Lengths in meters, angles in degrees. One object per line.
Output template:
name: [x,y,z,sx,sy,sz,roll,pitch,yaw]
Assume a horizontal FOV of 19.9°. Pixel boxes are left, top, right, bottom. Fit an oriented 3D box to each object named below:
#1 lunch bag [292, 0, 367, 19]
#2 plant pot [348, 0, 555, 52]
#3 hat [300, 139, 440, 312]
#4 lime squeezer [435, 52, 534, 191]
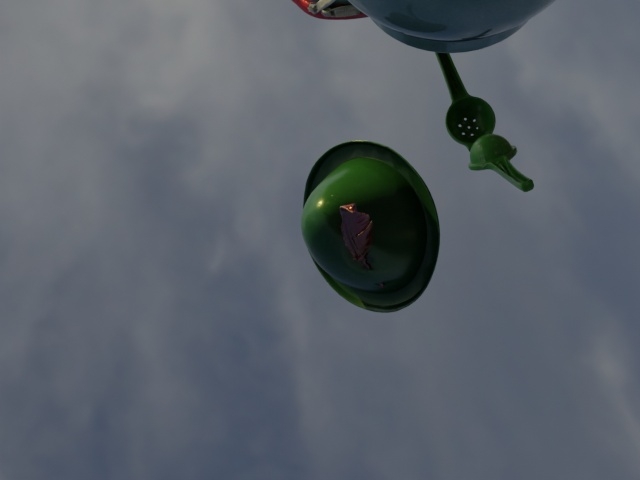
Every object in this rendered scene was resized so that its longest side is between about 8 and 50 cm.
lunch bag: [0.011,-0.349,1.980,0.258,0.120,0.293,-18,-140,-25]
plant pot: [0.114,-0.287,1.583,0.293,0.196,0.293,-1,-120,2]
hat: [0.000,0.000,1.771,0.173,0.208,0.183,29,-147,28]
lime squeezer: [0.181,-0.128,2.013,0.059,0.110,0.310,-10,-134,-15]
